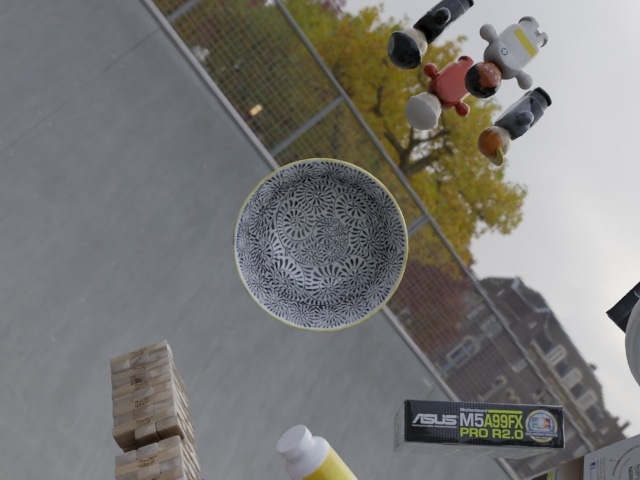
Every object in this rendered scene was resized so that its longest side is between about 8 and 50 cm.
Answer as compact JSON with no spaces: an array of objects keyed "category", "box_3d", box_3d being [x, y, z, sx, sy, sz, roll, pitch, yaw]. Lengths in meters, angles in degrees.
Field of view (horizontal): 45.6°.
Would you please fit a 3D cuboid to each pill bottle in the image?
[{"category":"pill bottle","box_3d":[-0.007,0.465,1.547,0.184,0.103,0.103,54,-5,-17]}]

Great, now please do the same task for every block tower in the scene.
[{"category":"block tower","box_3d":[-0.215,0.284,1.006,0.335,0.091,0.097,-113,-174,-52]}]

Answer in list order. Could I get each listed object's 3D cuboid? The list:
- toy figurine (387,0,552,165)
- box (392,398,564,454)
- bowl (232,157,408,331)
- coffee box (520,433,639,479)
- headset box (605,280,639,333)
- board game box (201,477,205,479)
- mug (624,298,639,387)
[{"category":"toy figurine","box_3d":[0.215,-0.233,1.105,0.209,0.148,0.213,37,-17,33]},{"category":"box","box_3d":[0.223,0.288,1.145,0.270,0.216,0.060,82,10,-71]},{"category":"bowl","box_3d":[0.000,0.000,0.771,0.170,0.170,0.080,52,5,-7]},{"category":"coffee box","box_3d":[0.293,0.263,0.685,0.141,0.098,0.246,35,-44,-10]},{"category":"headset box","box_3d":[0.574,0.081,1.066,0.246,0.283,0.131,17,30,-46]},{"category":"board game box","box_3d":[-0.342,0.625,1.145,0.356,0.356,0.356,-108,-159,-53]},{"category":"mug","box_3d":[0.485,0.170,0.762,0.374,0.276,0.328,36,-35,30]}]
